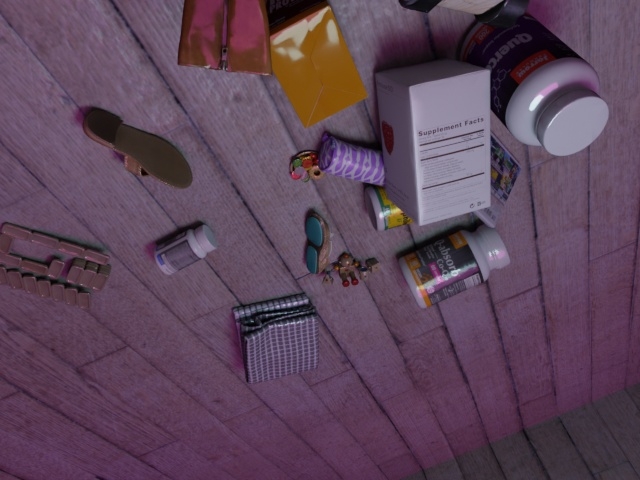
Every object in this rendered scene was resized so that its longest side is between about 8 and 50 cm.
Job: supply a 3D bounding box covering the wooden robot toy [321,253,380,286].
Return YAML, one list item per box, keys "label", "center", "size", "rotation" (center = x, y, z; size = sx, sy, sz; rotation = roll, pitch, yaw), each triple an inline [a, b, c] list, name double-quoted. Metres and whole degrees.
- label: "wooden robot toy"
  center: [0.083, 0.074, 1.587]
  size: [0.173, 0.076, 0.079]
  rotation: [-11, 125, -9]

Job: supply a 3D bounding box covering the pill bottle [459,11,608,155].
- label: "pill bottle"
  center: [0.415, -0.311, 1.134]
  size: [0.181, 0.323, 0.181]
  rotation: [-10, 135, -10]

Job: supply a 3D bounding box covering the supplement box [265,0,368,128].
- label: "supplement box"
  center: [-0.029, -0.350, 1.032]
  size: [0.129, 0.194, 0.191]
  rotation: [-26, 136, 8]

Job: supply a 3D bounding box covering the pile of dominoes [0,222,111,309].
- label: "pile of dominoes"
  center: [-0.632, 0.059, 1.359]
  size: [0.251, 0.040, 0.196]
  rotation: [22, 124, -25]

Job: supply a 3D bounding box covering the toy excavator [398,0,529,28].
- label: "toy excavator"
  center: [0.301, -0.620, 0.881]
  size: [0.222, 0.445, 0.433]
  rotation: [1, 176, -21]

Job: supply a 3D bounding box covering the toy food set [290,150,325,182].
- label: "toy food set"
  center: [-0.031, -0.170, 1.336]
  size: [0.082, 0.020, 0.083]
  rotation: [-15, 137, -4]

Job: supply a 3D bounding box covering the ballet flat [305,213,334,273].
- label: "ballet flat"
  center: [0.000, 0.000, 1.497]
  size: [0.067, 0.073, 0.206]
  rotation: [-30, 146, -30]

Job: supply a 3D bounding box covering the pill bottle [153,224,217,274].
- label: "pill bottle"
  center: [-0.322, 0.020, 1.382]
  size: [0.137, 0.078, 0.078]
  rotation: [-26, 136, 8]

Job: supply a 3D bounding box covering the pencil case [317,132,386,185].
- label: "pencil case"
  center: [0.091, -0.181, 1.323]
  size: [0.206, 0.088, 0.086]
  rotation: [12, 149, -29]

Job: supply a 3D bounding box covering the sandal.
- label: "sandal"
  center: [-0.381, -0.177, 1.186]
  size: [0.240, 0.088, 0.079]
  rotation: [32, 148, -32]

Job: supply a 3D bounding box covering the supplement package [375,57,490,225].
- label: "supplement package"
  center: [0.237, -0.212, 1.212]
  size: [0.175, 0.177, 0.293]
  rotation: [-15, 117, -12]

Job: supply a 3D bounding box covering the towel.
- label: "towel"
  center: [-0.122, 0.300, 1.699]
  size: [0.235, 0.121, 0.284]
  rotation: [-10, 136, -11]

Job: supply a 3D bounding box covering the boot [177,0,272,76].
- label: "boot"
  center: [-0.078, -0.385, 0.845]
  size: [0.264, 0.096, 0.280]
  rotation: [-3, 110, -16]

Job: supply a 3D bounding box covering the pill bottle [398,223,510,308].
- label: "pill bottle"
  center: [0.371, 0.067, 1.611]
  size: [0.278, 0.162, 0.162]
  rotation: [-26, 136, 6]

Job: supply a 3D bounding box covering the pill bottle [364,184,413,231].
- label: "pill bottle"
  center: [0.223, -0.103, 1.422]
  size: [0.208, 0.117, 0.117]
  rotation: [-16, 136, -4]

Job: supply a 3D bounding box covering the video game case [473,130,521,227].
- label: "video game case"
  center: [0.416, -0.155, 1.436]
  size: [0.201, 0.023, 0.183]
  rotation: [32, 81, -39]
